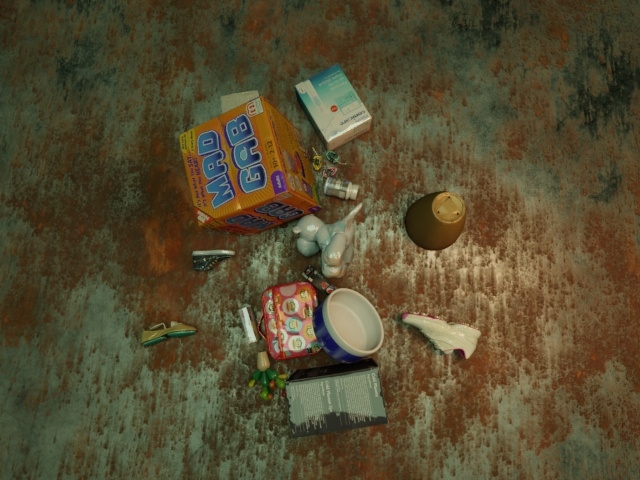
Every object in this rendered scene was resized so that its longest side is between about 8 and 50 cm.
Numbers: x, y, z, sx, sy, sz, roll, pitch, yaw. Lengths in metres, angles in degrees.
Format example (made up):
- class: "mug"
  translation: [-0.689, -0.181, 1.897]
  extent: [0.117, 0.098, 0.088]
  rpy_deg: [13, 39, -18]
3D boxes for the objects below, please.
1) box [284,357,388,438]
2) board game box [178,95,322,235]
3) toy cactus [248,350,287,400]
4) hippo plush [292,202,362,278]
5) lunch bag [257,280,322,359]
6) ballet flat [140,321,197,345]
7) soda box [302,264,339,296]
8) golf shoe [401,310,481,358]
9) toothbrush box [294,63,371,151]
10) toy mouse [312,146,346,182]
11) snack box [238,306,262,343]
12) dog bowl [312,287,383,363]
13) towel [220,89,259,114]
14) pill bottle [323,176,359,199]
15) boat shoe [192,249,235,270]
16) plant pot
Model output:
- class: "box"
  translation: [0.058, 0.542, 1.416]
  extent: [0.312, 0.343, 0.179]
  rpy_deg: [-11, 78, 2]
- class: "board game box"
  translation: [-0.254, -0.254, 1.530]
  extent: [0.356, 0.356, 0.357]
  rpy_deg: [-19, 79, 16]
- class: "toy cactus"
  translation: [-0.201, 0.513, 1.527]
  extent: [0.112, 0.219, 0.180]
  rpy_deg: [-4, 81, -35]
- class: "hippo plush"
  translation: [0.000, 0.000, 1.561]
  extent: [0.236, 0.234, 0.294]
  rpy_deg: [17, 124, 17]
- class: "lunch bag"
  translation: [-0.124, 0.316, 1.587]
  extent: [0.258, 0.120, 0.293]
  rpy_deg: [-11, 78, 5]
- class: "ballet flat"
  translation: [-0.619, 0.365, 1.624]
  extent: [0.232, 0.080, 0.073]
  rpy_deg: [-14, 64, -1]
- class: "soda box"
  translation: [0.006, 0.168, 1.584]
  extent: [0.053, 0.060, 0.169]
  rpy_deg: [-48, 121, -3]
- class: "golf shoe"
  translation: [0.457, 0.362, 1.546]
  extent: [0.306, 0.115, 0.140]
  rpy_deg: [15, 84, 7]
- class: "toothbrush box"
  translation: [0.053, -0.568, 1.727]
  extent: [0.216, 0.126, 0.295]
  rpy_deg: [-28, 81, -2]
- class: "toy mouse"
  translation: [0.040, -0.326, 1.729]
  extent: [0.143, 0.031, 0.161]
  rpy_deg: [-3, 81, 5]
- class: "snack box"
  translation: [-0.278, 0.336, 1.595]
  extent: [0.037, 0.100, 0.141]
  rpy_deg: [-19, 80, 1]
- class: "dog bowl"
  translation: [0.103, 0.317, 1.495]
  extent: [0.265, 0.265, 0.104]
  rpy_deg: [51, 126, 10]
- class: "towel"
  translation: [-0.346, -0.530, 1.771]
  extent: [0.187, 0.049, 0.282]
  rpy_deg: [-7, 72, 3]
- class: "pill bottle"
  translation: [0.088, -0.216, 1.685]
  extent: [0.137, 0.078, 0.078]
  rpy_deg: [14, 81, 5]
- class: "boat shoe"
  translation: [-0.445, 0.084, 1.672]
  extent: [0.183, 0.065, 0.083]
  rpy_deg: [-3, 82, 8]
- class: "plant pot"
  translation: [0.463, -0.097, 1.555]
  extent: [0.237, 0.254, 0.237]
  rpy_deg: [-1, 79, 4]
